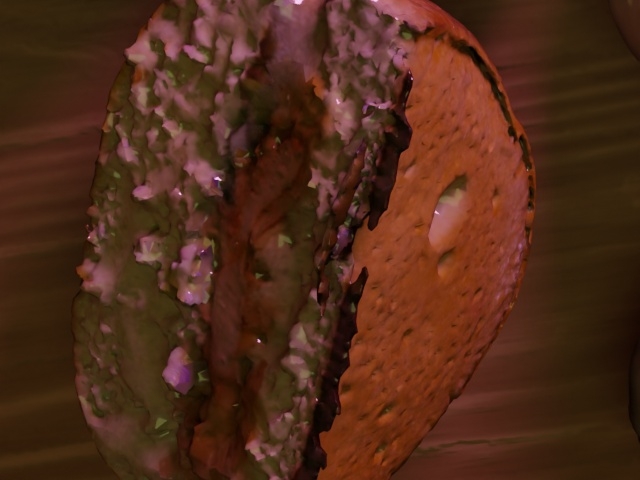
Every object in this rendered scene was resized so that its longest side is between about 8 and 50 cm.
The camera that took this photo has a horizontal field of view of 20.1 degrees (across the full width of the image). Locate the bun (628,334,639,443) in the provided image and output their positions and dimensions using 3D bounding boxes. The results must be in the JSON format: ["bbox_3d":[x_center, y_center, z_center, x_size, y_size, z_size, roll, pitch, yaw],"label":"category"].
[{"bbox_3d":[0.337,0.097,1.405,0.231,0.133,0.231,-7,134,-7],"label":"bun"}]

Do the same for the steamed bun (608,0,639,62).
[{"bbox_3d":[0.409,-0.247,1.156,0.290,0.371,0.456,6,111,-25],"label":"steamed bun"}]

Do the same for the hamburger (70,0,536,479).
[{"bbox_3d":[0.000,0.000,1.305,0.268,0.287,0.445,27,115,33],"label":"hamburger"}]
